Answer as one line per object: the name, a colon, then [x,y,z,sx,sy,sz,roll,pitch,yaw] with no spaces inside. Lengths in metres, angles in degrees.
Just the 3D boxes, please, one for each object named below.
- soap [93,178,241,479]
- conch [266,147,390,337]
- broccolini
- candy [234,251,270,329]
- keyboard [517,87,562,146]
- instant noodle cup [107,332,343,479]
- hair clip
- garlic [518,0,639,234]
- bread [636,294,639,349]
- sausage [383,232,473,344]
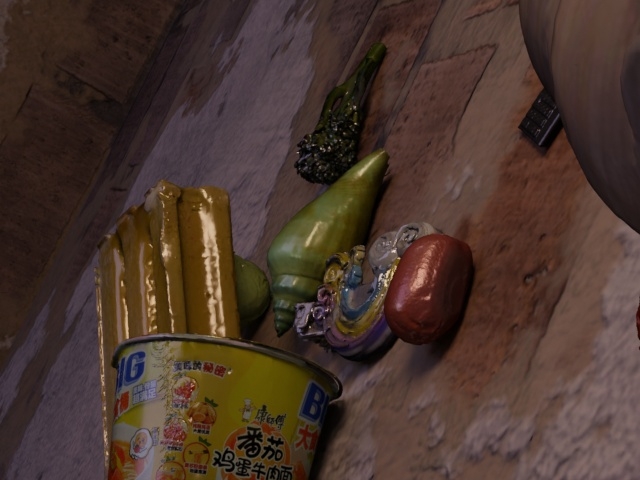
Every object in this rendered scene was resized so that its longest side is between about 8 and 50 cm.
soap: [-0.155,0.116,1.341,0.199,0.091,0.315,-39,53,53]
conch: [0.002,0.003,1.278,0.201,0.079,0.095,-51,-1,-24]
broccolini: [0.021,-0.147,1.456,0.091,0.068,0.202,110,176,-54]
candy: [-0.147,0.110,1.546,0.093,0.092,0.335,-42,-5,-34]
keyboard: [0.220,-0.166,1.024,0.202,0.011,0.067,-58,18,12]
instant noodle cup: [-0.091,0.182,1.114,0.205,0.205,0.153,-29,47,59]
hair clip: [0.041,0.054,1.157,0.172,0.049,0.116,-28,51,46]
garlic: [0.229,-0.094,0.482,0.322,0.322,0.241,-81,7,-45]
bread: [0.221,-0.006,0.667,0.139,0.095,0.269,-38,25,37]
sausage: [0.086,0.037,1.024,0.054,0.059,0.094,-6,52,46]
